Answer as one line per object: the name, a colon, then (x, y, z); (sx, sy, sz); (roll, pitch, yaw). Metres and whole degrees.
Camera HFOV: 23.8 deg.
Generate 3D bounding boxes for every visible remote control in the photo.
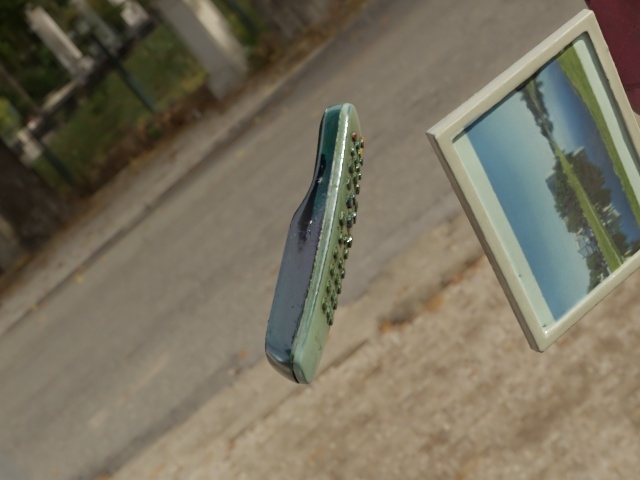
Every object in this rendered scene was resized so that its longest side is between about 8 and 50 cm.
remote control: (0.000, 0.000, 1.138); (0.072, 0.042, 0.222); (72, -152, -62)

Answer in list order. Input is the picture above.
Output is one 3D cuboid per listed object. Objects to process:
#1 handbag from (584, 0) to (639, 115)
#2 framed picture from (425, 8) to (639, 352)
handbag: (0.263, -0.187, 1.029); (0.146, 0.225, 0.135); (-36, 27, -24)
framed picture: (0.123, -0.028, 0.781); (0.109, 0.149, 0.011); (-39, 33, -15)
